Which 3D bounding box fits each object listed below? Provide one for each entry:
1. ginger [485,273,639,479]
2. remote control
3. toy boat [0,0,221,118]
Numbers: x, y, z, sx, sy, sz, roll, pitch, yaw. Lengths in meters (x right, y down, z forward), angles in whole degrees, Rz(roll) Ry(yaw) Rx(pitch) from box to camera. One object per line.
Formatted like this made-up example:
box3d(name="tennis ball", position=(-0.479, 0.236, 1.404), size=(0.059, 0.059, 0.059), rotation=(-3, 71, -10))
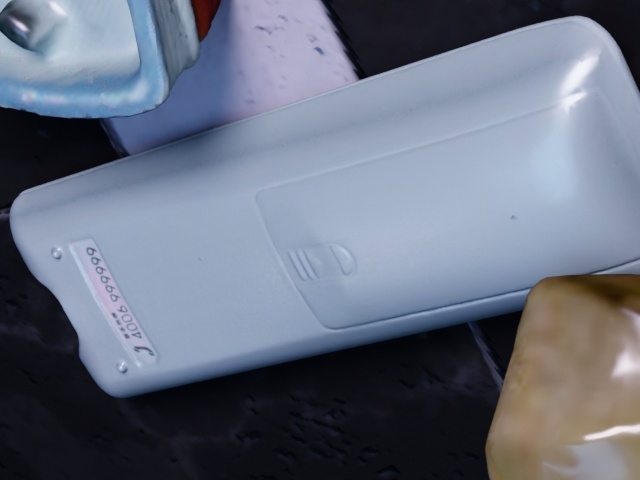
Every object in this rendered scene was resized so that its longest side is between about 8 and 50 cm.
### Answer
box3d(name="ginger", position=(0.261, 0.145, 0.578), size=(0.413, 0.211, 0.358), rotation=(-1, 120, 31))
box3d(name="remote control", position=(0.000, 0.000, 0.742), size=(0.293, 0.051, 0.103), rotation=(-14, 111, 37))
box3d(name="toy boat", position=(-0.176, -0.156, 0.695), size=(0.332, 0.133, 0.145), rotation=(37, 130, 5))
